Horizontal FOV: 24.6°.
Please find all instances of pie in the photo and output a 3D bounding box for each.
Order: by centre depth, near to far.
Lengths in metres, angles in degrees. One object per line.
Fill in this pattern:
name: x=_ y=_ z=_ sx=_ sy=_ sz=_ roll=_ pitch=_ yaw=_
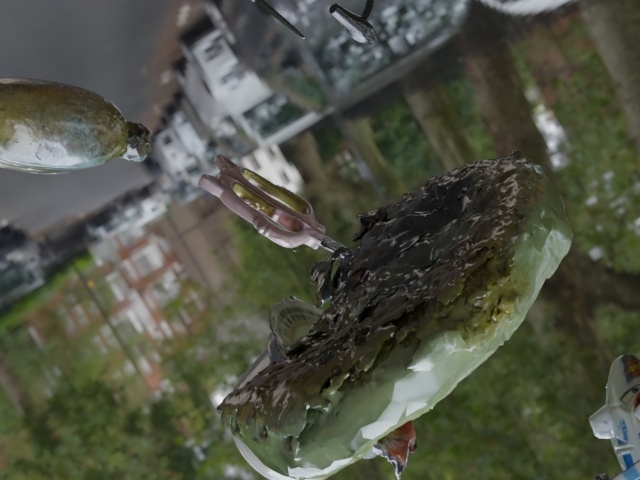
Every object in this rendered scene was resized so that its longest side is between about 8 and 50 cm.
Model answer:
pie: x=0.069 y=0.049 z=1.217 sx=0.296 sy=0.078 sz=0.371 roll=-24 pitch=-158 yaw=35

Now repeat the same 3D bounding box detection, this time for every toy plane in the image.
toy plane: x=0.294 y=0.224 z=1.184 sx=0.182 sy=0.273 sz=0.107 roll=-30 pitch=177 yaw=-18

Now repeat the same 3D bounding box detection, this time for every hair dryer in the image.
hair dryer: x=0.050 y=-0.302 z=1.897 sx=0.031 sy=0.079 sz=0.083 roll=-5 pitch=-122 yaw=45

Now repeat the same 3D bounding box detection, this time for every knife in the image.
knife: x=-0.084 y=-0.341 z=2.113 sx=0.010 sy=0.170 sz=0.023 roll=-45 pitch=163 yaw=-14

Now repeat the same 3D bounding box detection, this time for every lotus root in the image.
lotus root: x=-0.257 y=-0.108 z=1.430 sx=0.192 sy=0.088 sz=0.113 roll=5 pitch=167 yaw=-26

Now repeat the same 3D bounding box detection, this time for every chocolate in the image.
chocolate: x=-0.012 y=0.180 z=1.498 sx=0.147 sy=0.221 sz=0.221 roll=-50 pitch=178 yaw=21

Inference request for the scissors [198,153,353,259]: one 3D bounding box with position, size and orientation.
scissors: x=0.000 y=0.000 z=1.745 sx=0.024 sy=0.317 sz=0.160 roll=-56 pitch=-176 yaw=20
